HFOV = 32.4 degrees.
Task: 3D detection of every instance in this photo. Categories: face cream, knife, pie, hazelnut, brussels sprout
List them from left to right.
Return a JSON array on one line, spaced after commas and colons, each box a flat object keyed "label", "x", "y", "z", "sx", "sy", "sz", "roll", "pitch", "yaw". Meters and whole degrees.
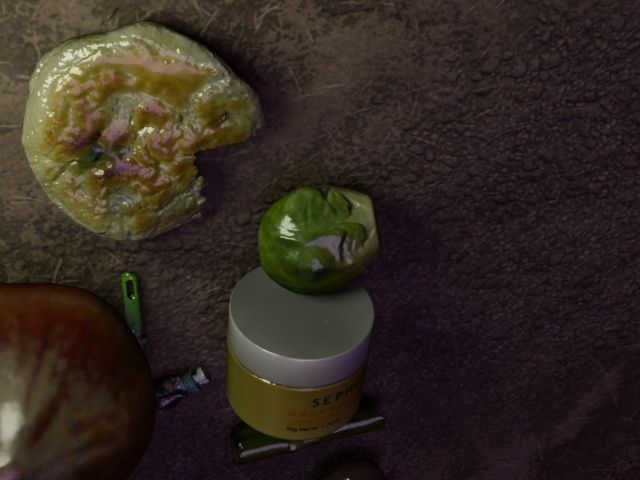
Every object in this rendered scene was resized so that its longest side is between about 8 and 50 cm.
[{"label": "hazelnut", "x": -0.433, "y": 0.225, "z": 1.536, "sx": 0.409, "sy": 0.359, "sz": 0.359, "roll": -1, "pitch": 129, "yaw": -22}, {"label": "knife", "x": -0.297, "y": 0.128, "z": 1.704, "sx": 0.054, "sy": 0.015, "sz": 0.212, "roll": -1, "pitch": 130, "yaw": -6}, {"label": "pie", "x": -0.242, "y": -0.138, "z": 1.456, "sx": 0.337, "sy": 0.075, "sz": 0.337, "roll": -8, "pitch": 131, "yaw": -10}, {"label": "face cream", "x": -0.034, "y": 0.166, "z": 1.678, "sx": 0.218, "sy": 0.218, "sz": 0.179, "roll": -5, "pitch": 131, "yaw": -13}, {"label": "brussels sprout", "x": 0.000, "y": 0.000, "z": 1.607, "sx": 0.180, "sy": 0.144, "sz": 0.161, "roll": -2, "pitch": 95, "yaw": 0}]

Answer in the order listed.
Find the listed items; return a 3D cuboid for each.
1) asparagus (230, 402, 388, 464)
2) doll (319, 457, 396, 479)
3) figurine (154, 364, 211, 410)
[{"label": "asparagus", "x": -0.022, "y": 0.331, "z": 1.925, "sx": 0.277, "sy": 0.067, "sz": 0.060, "roll": -13, "pitch": 104, "yaw": -11}, {"label": "doll", "x": 0.075, "y": 0.465, "z": 2.050, "sx": 0.188, "sy": 0.096, "sz": 0.145, "roll": 5, "pitch": 135, "yaw": -33}, {"label": "figurine", "x": -0.231, "y": 0.242, "z": 1.801, "sx": 0.106, "sy": 0.047, "sz": 0.060, "roll": -27, "pitch": 173, "yaw": -2}]
